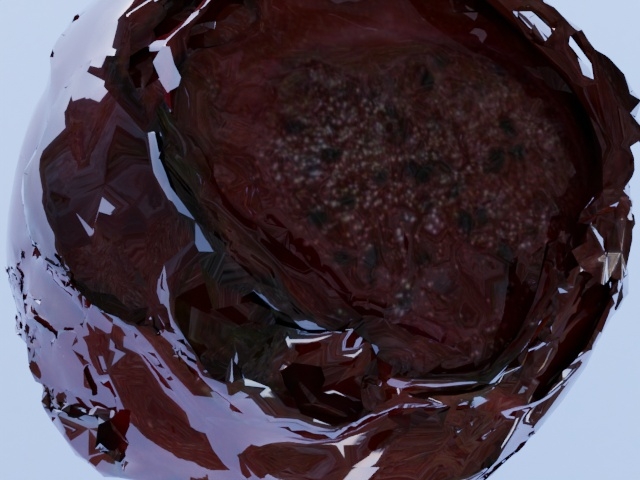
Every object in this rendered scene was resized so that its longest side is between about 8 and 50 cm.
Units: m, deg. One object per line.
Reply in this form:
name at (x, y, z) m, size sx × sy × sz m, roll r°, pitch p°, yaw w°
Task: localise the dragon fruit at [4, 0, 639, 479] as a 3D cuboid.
dragon fruit at (0.000, 0.000, 0.889) m, size 0.296 × 0.301 × 0.295 m, roll 3°, pitch -125°, yaw -4°
